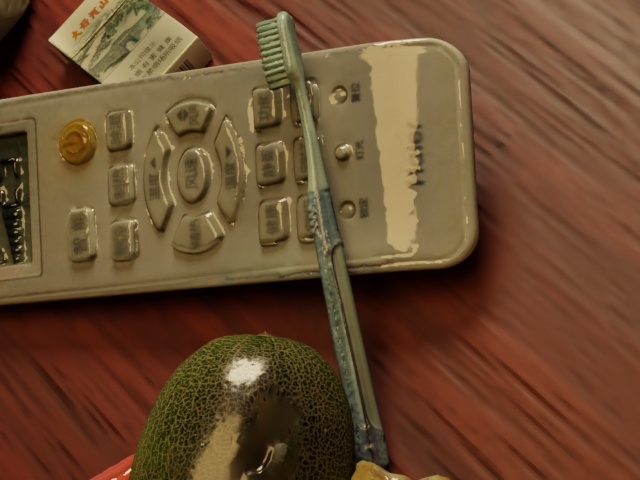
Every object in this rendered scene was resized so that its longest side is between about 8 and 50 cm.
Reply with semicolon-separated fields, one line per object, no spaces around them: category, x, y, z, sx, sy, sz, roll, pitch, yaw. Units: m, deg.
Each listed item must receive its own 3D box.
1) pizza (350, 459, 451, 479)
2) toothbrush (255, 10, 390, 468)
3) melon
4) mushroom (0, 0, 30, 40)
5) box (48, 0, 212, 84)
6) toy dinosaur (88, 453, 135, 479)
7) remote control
pizza;0.120;0.238;0.625;0.278;0.114;0.409;-29;58;16
toothbrush;0.000;0.000;0.804;0.019;0.016;0.219;-16;83;22
melon;-0.037;0.119;0.761;0.099;0.099;0.162;5;74;28
mushroom;-0.259;-0.113;0.991;0.247;0.096;0.108;-39;59;4
box;-0.105;-0.107;0.957;0.054;0.024;0.083;-50;55;-3
toy dinosaur;-0.161;0.203;0.808;0.286;0.070;0.139;-25;67;8
remote control;-0.066;-0.028;0.880;0.313;0.055;0.109;-5;84;26
